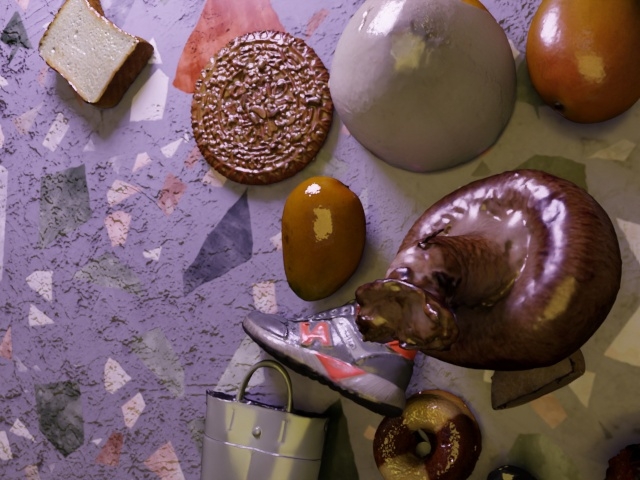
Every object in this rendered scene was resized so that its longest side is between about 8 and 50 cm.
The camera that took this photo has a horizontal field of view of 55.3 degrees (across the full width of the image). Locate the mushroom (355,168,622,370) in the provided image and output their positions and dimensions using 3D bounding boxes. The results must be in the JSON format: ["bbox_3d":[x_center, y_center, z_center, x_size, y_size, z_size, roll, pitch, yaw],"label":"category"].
[{"bbox_3d":[0.212,0.035,0.877,0.356,0.331,0.334,22,71,-18],"label":"mushroom"}]

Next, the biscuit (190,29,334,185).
[{"bbox_3d":[-0.118,-0.255,1.165,0.305,0.038,0.305,-1,87,18],"label":"biscuit"}]

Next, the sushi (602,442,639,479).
[{"bbox_3d":[0.535,0.443,0.845,0.182,0.196,0.343,-26,73,34],"label":"sushi"}]

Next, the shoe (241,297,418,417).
[{"bbox_3d":[0.021,0.159,1.054,0.337,0.132,0.171,21,72,30],"label":"shoe"}]

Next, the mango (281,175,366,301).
[{"bbox_3d":[0.006,-0.002,1.070,0.152,0.120,0.221,0,94,22],"label":"mango"}]

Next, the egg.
[{"bbox_3d":[0.150,-0.284,0.997,0.337,0.201,0.337,-1,86,21],"label":"egg"}]

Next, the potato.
[{"bbox_3d":[0.347,0.199,0.976,0.172,0.089,0.100,-50,48,41],"label":"potato"}]

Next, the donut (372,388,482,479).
[{"bbox_3d":[0.170,0.336,1.006,0.184,0.073,0.166,-31,64,19],"label":"donut"}]

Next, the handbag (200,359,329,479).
[{"bbox_3d":[-0.104,0.370,1.098,0.241,0.109,0.315,7,84,18],"label":"handbag"}]

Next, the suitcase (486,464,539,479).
[{"bbox_3d":[0.260,0.562,0.915,0.345,0.188,0.339,-34,76,12],"label":"suitcase"}]

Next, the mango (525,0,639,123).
[{"bbox_3d":[0.409,-0.306,0.945,0.176,0.139,0.254,-4,78,6],"label":"mango"}]

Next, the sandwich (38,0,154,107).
[{"bbox_3d":[-0.475,-0.398,1.279,0.215,0.065,0.186,39,100,16],"label":"sandwich"}]
